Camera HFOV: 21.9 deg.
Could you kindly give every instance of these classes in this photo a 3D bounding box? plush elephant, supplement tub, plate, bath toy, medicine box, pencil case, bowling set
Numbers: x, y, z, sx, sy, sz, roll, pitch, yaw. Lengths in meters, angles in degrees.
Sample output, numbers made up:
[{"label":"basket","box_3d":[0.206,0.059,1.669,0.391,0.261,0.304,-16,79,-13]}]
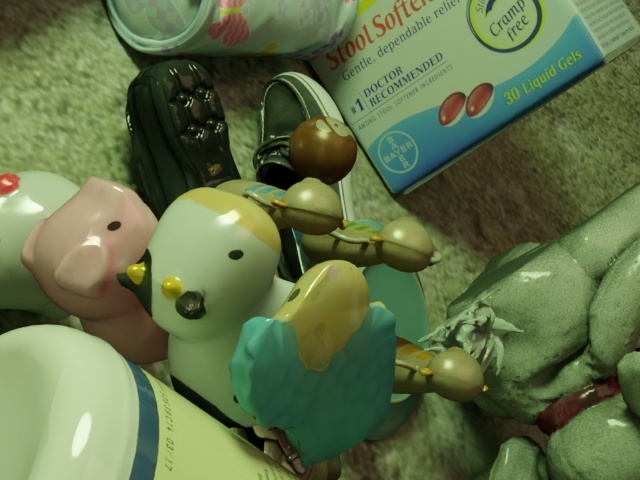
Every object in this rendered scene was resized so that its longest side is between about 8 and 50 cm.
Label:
[{"label":"plush elephant","box_3d":[0.246,0.126,1.476,0.255,0.272,0.330,58,39,-1]},{"label":"supplement tub","box_3d":[-0.088,0.220,0.912,0.325,0.235,0.235,39,34,-29]},{"label":"plate","box_3d":[0.051,0.074,1.398,0.188,0.024,0.188,14,73,-55]},{"label":"bath toy","box_3d":[-0.117,0.028,1.013,0.129,0.348,0.151,-19,116,-41]},{"label":"medicine box","box_3d":[0.119,-0.240,1.628,0.289,0.263,0.149,57,29,0]},{"label":"pencil case","box_3d":[-0.074,-0.224,1.476,0.273,0.113,0.124,-6,89,-59]},{"label":"bowling set","box_3d":[0.000,0.000,1.215,0.287,0.154,0.200,16,84,-38]}]

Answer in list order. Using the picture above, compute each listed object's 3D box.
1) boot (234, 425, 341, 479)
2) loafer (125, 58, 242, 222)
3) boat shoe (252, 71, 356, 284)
[{"label":"boot","box_3d":[-0.029,0.140,1.275,0.087,0.042,0.118,14,42,-39]},{"label":"loafer","box_3d":[-0.099,-0.030,1.296,0.076,0.078,0.223,-16,92,-39]},{"label":"boat shoe","box_3d":[-0.024,-0.052,1.436,0.076,0.080,0.228,19,54,-49]}]
